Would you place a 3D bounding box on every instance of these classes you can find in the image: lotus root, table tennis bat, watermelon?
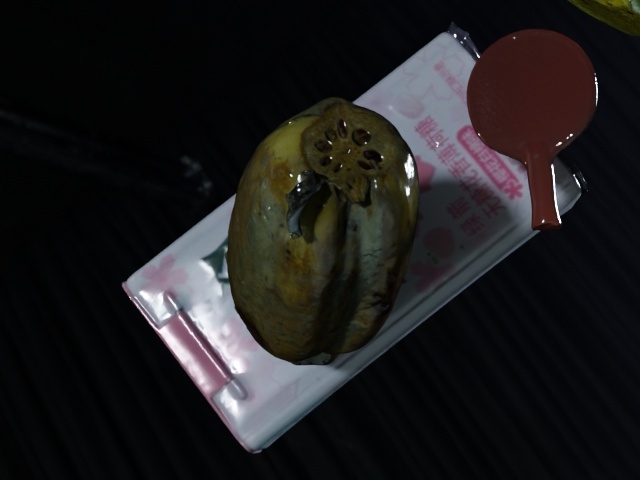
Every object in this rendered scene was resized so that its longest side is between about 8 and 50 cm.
[{"bbox_3d":[0.000,0.000,0.850,0.124,0.123,0.241,-4,-33,-14],"label":"lotus root"},{"bbox_3d":[0.159,-0.084,0.903,0.098,0.154,0.019,-9,-11,19],"label":"table tennis bat"},{"bbox_3d":[0.263,-0.190,1.006,0.092,0.075,0.181,-19,18,-7],"label":"watermelon"}]

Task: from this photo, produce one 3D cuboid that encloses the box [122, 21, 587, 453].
[{"bbox_3d":[0.033,-0.002,1.045,0.370,0.190,0.112,-37,-8,-2],"label":"box"}]
